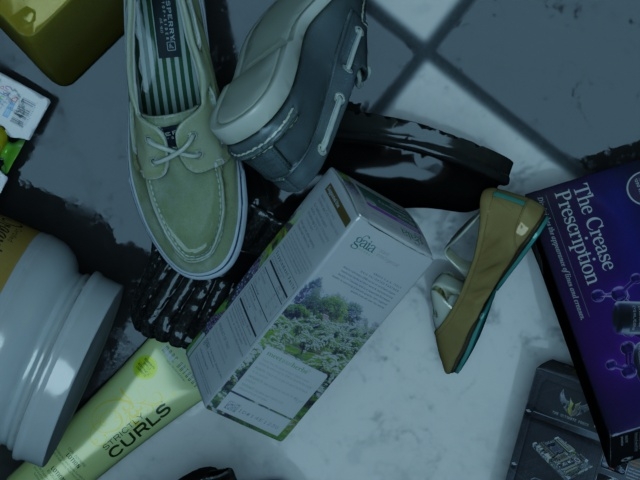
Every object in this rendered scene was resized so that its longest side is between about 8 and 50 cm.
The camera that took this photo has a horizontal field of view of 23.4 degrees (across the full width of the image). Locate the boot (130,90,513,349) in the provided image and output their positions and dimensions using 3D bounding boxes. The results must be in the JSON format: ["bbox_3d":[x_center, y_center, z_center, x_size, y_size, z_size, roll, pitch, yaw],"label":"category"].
[{"bbox_3d":[-0.001,0.000,1.516,0.348,0.131,0.260,9,95,5],"label":"boot"}]

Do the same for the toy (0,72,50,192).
[{"bbox_3d":[-0.406,-0.139,1.544,0.237,0.056,0.137,29,93,-8],"label":"toy"}]

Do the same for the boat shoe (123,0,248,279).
[{"bbox_3d":[-0.136,-0.107,1.401,0.109,0.094,0.302,-9,99,7],"label":"boat shoe"}]

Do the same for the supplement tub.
[{"bbox_3d":[-0.370,0.069,1.482,0.316,0.228,0.228,23,97,-2],"label":"supplement tub"}]

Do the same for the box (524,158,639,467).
[{"bbox_3d":[0.321,0.059,1.473,0.184,0.103,0.261,-16,63,1],"label":"box"}]

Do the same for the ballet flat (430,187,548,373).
[{"bbox_3d":[0.149,0.036,1.513,0.073,0.080,0.232,28,130,5],"label":"ballet flat"}]

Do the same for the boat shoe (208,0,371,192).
[{"bbox_3d":[-0.009,-0.162,1.434,0.116,0.319,0.099,-27,115,34],"label":"boat shoe"}]

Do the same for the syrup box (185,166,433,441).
[{"bbox_3d":[-0.013,0.060,1.416,0.093,0.096,0.237,28,109,-30],"label":"syrup box"}]

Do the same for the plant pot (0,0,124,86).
[{"bbox_3d":[-0.257,-0.288,1.457,0.212,0.187,0.212,-43,95,5],"label":"plant pot"}]

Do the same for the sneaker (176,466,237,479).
[{"bbox_3d":[-0.033,0.349,1.450,0.448,0.169,0.257,1,98,5],"label":"sneaker"}]

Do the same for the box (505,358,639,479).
[{"bbox_3d":[0.302,0.241,1.529,0.231,0.056,0.183,18,101,23],"label":"box"}]

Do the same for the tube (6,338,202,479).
[{"bbox_3d":[-0.214,0.187,1.582,0.240,0.062,0.070,-40,135,1],"label":"tube"}]
